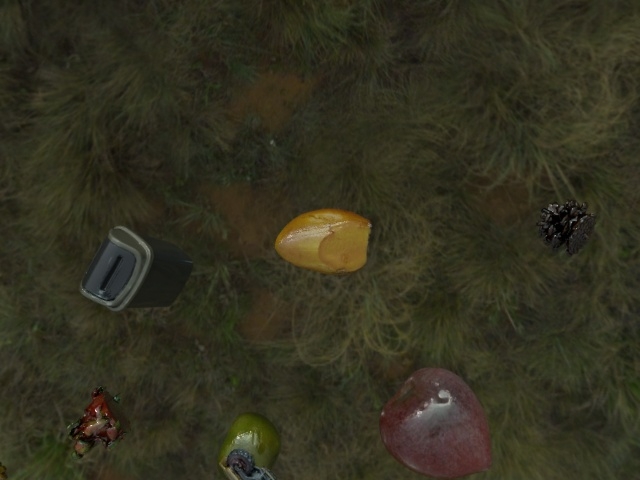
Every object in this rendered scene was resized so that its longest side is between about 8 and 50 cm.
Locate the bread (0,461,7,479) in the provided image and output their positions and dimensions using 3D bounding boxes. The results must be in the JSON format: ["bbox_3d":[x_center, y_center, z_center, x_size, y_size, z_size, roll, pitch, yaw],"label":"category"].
[{"bbox_3d":[-0.623,0.422,1.058,0.033,0.049,0.088,-42,93,-23],"label":"bread"}]

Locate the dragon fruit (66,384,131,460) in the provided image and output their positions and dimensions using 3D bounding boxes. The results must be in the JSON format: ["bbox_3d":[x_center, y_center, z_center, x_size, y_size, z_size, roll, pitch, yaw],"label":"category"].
[{"bbox_3d":[-0.499,0.408,1.271,0.138,0.175,0.142,47,140,9],"label":"dragon fruit"}]

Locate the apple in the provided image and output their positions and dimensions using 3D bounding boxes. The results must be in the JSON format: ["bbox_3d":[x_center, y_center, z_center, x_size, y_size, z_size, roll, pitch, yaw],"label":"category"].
[{"bbox_3d":[-0.198,0.585,1.574,0.156,0.196,0.197,23,121,10],"label":"apple"}]

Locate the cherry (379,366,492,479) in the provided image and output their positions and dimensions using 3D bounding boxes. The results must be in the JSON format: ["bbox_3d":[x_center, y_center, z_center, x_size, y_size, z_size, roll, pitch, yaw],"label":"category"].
[{"bbox_3d":[0.260,0.418,1.267,0.239,0.239,0.206,31,157,-19],"label":"cherry"}]

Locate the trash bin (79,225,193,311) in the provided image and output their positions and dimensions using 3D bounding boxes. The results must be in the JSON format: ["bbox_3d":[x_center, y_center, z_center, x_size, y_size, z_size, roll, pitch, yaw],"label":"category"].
[{"bbox_3d":[-0.511,0.084,1.567,0.182,0.290,0.210,33,97,25],"label":"trash bin"}]

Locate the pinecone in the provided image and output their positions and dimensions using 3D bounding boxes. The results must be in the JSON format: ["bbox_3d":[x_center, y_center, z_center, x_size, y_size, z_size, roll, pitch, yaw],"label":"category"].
[{"bbox_3d":[0.580,-0.037,1.338,0.140,0.120,0.140,-18,121,-32],"label":"pinecone"}]

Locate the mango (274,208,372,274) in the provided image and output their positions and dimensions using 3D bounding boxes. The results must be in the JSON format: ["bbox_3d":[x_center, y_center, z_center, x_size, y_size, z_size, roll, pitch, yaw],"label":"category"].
[{"bbox_3d":[0.000,0.000,1.539,0.256,0.138,0.187,7,78,-18],"label":"mango"}]

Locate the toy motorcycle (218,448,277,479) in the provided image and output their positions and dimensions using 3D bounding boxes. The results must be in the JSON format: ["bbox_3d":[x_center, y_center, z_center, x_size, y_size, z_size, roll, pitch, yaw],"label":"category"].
[{"bbox_3d":[-0.168,0.614,1.371,0.129,0.094,0.229,-33,96,29],"label":"toy motorcycle"}]
